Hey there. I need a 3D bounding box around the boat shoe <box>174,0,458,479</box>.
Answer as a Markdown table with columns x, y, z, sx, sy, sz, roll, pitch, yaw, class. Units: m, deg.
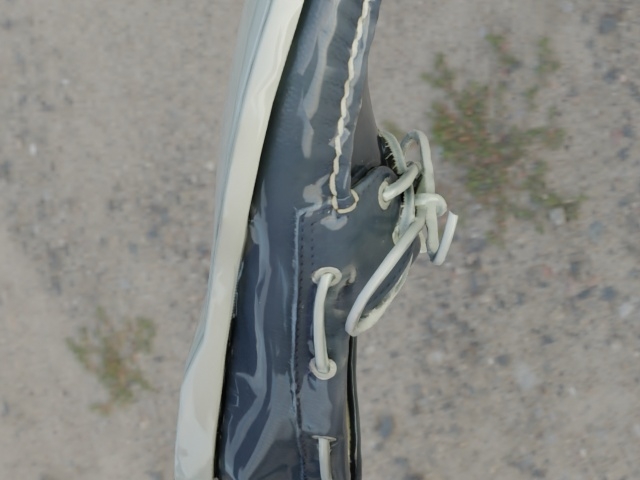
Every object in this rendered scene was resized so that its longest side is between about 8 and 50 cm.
| x | y | z | sx | sy | sz | roll | pitch | yaw | class |
| --- | --- | --- | --- | --- | --- | --- | --- | --- | --- |
| 0.000 | 0.000 | 0.487 | 0.079 | 0.095 | 0.254 | 10 | 124 | -1 | boat shoe |
